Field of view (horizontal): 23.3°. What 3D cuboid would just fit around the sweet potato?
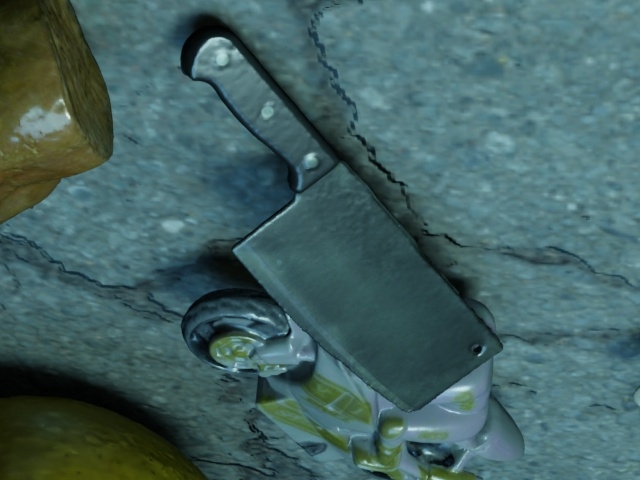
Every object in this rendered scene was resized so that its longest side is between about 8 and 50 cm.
[{"bbox_3d":[-0.176,-0.044,0.687,0.251,0.097,0.097,-19,140,42],"label":"sweet potato"}]

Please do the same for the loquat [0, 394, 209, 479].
[{"bbox_3d":[-0.218,0.239,0.956,0.359,0.328,0.328,38,149,11],"label":"loquat"}]

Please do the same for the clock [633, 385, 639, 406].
[{"bbox_3d":[0.268,0.100,0.849,0.151,0.062,0.191,-20,138,38],"label":"clock"}]

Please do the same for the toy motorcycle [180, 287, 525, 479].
[{"bbox_3d":[0.040,0.074,0.846,0.152,0.073,0.225,-19,140,30],"label":"toy motorcycle"}]

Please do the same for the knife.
[{"bbox_3d":[0.000,0.000,0.723,0.072,0.019,0.245,-37,124,6],"label":"knife"}]
